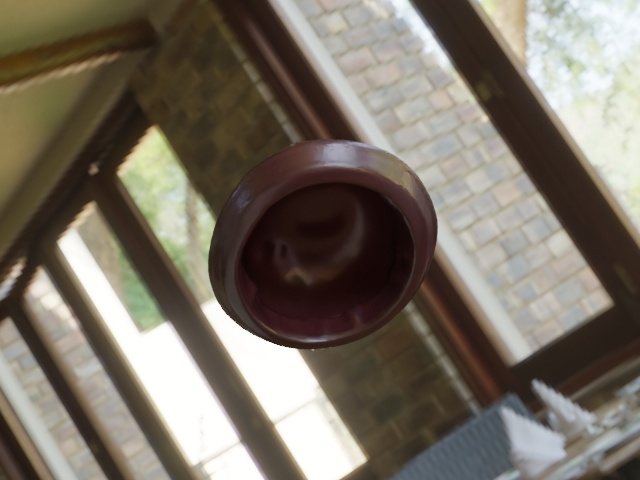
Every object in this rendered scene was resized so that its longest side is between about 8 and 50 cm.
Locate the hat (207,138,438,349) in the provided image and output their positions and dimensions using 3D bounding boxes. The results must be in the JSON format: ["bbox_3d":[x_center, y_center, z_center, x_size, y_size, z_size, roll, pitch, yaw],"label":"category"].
[{"bbox_3d":[0.000,0.000,1.097,0.205,0.205,0.089,-34,31,9],"label":"hat"}]
